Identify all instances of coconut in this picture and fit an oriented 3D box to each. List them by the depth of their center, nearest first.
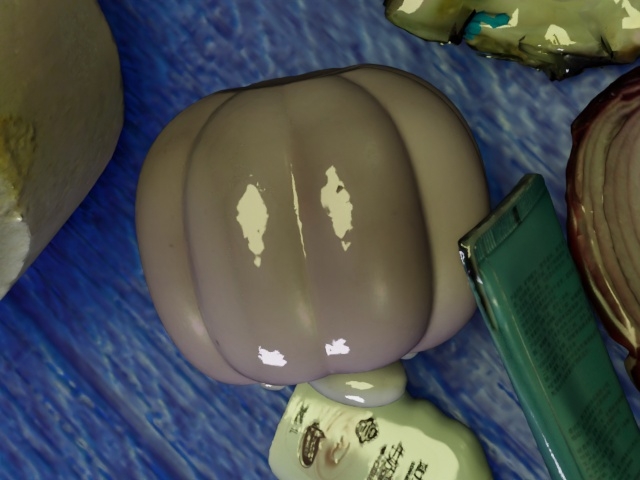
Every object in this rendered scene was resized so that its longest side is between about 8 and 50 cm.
[{"bbox_3d":[-0.224,-0.074,0.975,0.239,0.244,0.239,8,122,13],"label":"coconut"}]

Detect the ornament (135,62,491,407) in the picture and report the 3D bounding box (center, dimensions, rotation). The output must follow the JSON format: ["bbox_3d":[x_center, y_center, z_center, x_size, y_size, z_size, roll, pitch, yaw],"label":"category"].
[{"bbox_3d":[-0.001,0.000,0.943,0.177,0.177,0.178,0,88,15],"label":"ornament"}]

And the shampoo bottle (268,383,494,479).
[{"bbox_3d":[0.052,0.119,0.990,0.152,0.045,0.077,26,94,13],"label":"shampoo bottle"}]

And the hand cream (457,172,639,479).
[{"bbox_3d":[0.123,0.082,0.932,0.048,0.083,0.224,-9,111,39],"label":"hand cream"}]

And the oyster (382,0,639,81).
[{"bbox_3d":[0.099,-0.168,0.948,0.259,0.092,0.198,-11,114,10],"label":"oyster"}]

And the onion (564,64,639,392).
[{"bbox_3d":[0.239,0.029,0.896,0.227,0.120,0.284,-7,101,52],"label":"onion"}]
